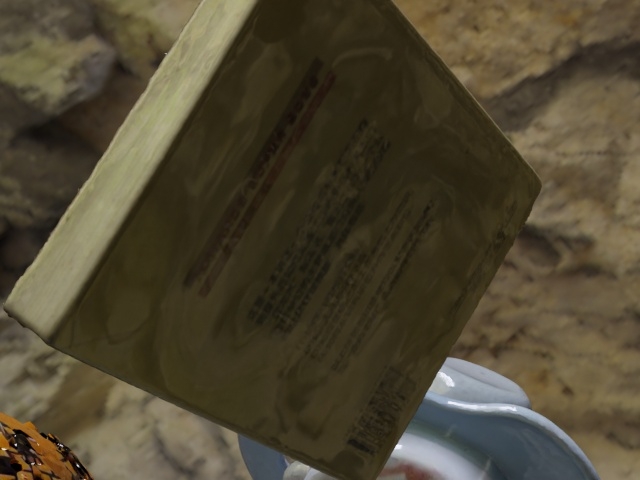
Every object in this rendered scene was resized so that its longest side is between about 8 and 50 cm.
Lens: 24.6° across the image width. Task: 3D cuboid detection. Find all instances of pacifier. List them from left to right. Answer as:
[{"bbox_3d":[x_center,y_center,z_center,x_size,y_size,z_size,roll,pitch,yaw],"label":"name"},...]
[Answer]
[{"bbox_3d":[0.082,0.157,1.078,0.279,0.207,0.227,20,-47,12],"label":"pacifier"}]

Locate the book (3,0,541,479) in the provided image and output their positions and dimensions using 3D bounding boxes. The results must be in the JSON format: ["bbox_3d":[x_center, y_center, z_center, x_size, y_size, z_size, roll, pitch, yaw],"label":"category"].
[{"bbox_3d":[0.000,0.000,0.540,0.026,0.161,0.231,28,-6,33],"label":"book"}]

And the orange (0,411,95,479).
[{"bbox_3d":[-0.176,0.152,0.561,0.234,0.182,0.234,16,-29,9],"label":"orange"}]
